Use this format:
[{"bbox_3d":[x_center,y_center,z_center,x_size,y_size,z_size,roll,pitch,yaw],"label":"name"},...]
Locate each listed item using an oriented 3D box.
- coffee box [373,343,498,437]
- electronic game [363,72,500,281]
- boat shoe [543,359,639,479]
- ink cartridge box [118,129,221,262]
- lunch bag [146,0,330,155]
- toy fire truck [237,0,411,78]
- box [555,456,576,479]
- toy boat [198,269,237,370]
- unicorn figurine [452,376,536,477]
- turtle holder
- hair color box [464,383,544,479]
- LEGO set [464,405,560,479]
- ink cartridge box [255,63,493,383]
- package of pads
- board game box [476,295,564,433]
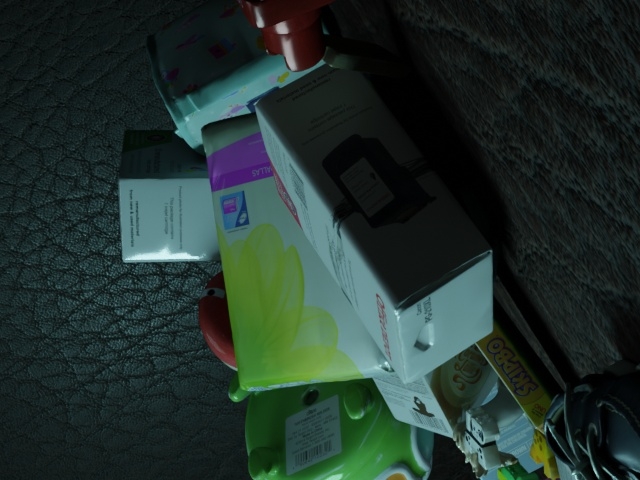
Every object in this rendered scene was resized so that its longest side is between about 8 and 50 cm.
[{"bbox_3d":[0.117,0.092,1.714,0.098,0.141,0.246,14,145,39],"label":"coffee box"},{"bbox_3d":[0.101,-0.060,1.391,0.229,0.048,0.229,61,180,0],"label":"electronic game"},{"bbox_3d":[0.186,0.122,0.930,0.095,0.079,0.254,61,180,-3],"label":"boat shoe"},{"bbox_3d":[-0.112,-0.061,1.902,0.201,0.278,0.117,-104,14,-68],"label":"ink cartridge box"},{"bbox_3d":[-0.092,-0.220,1.850,0.160,0.223,0.262,62,-178,-19],"label":"lunch bag"},{"bbox_3d":[-0.031,-0.227,1.227,0.246,0.158,0.217,77,167,-50],"label":"toy fire truck"},{"bbox_3d":[0.247,0.218,1.287,0.067,0.063,0.324,59,179,24],"label":"box"},{"bbox_3d":[-0.037,0.073,1.778,0.151,0.231,0.151,70,-153,-47],"label":"toy boat"},{"bbox_3d":[0.219,0.197,1.720,0.111,0.162,0.060,47,144,28],"label":"unicorn figurine"},{"bbox_3d":[0.023,0.224,1.979,0.227,0.243,0.320,39,-175,-38],"label":"turtle holder"},{"bbox_3d":[0.163,0.122,1.944,0.374,0.113,0.185,62,180,-8],"label":"hair color box"},{"bbox_3d":[0.232,0.219,1.570,0.227,0.087,0.093,-134,36,-61],"label":"LEGO set"},{"bbox_3d":[0.050,-0.016,1.317,0.237,0.100,0.172,56,171,26],"label":"ink cartridge box"},{"bbox_3d":[0.000,0.000,1.562,0.101,0.229,0.296,-8,-92,-47],"label":"package of pads"},{"bbox_3d":[0.180,0.104,1.442,0.259,0.039,0.124,53,-170,33],"label":"board game box"}]
